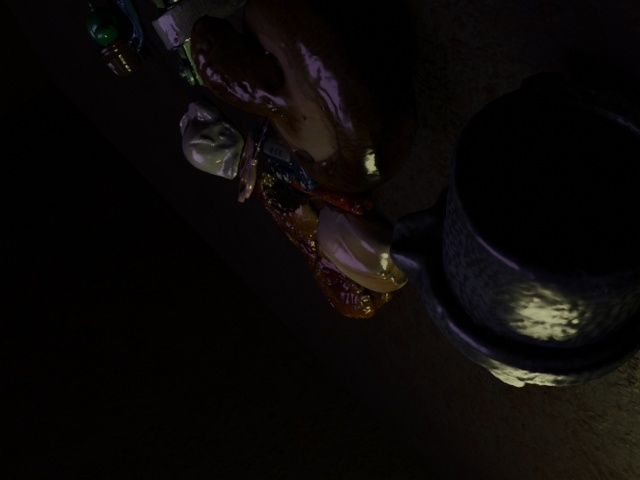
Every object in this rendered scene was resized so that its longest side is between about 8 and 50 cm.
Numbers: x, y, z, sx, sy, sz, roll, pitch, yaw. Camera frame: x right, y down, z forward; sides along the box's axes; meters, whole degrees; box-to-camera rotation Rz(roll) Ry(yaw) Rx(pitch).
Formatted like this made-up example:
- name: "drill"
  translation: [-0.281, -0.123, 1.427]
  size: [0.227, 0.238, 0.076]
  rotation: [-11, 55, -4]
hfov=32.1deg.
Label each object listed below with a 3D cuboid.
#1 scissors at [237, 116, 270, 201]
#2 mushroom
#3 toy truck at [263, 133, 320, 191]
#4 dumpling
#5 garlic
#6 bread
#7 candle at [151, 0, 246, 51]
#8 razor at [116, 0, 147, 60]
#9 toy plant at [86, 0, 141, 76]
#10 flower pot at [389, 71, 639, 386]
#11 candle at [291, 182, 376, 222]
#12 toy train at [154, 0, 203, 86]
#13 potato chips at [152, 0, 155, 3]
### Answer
- name: "scissors"
  translation: [-0.138, -0.191, 2.347]
  size: [0.317, 0.024, 0.160]
  rotation: [121, 154, -62]
- name: "mushroom"
  translation: [0.008, -0.219, 1.536]
  size: [0.345, 0.239, 0.345]
  rotation: [43, -172, -7]
- name: "toy truck"
  translation: [-0.045, -0.160, 2.170]
  size: [0.201, 0.074, 0.088]
  rotation: [29, 146, 61]
- name: "dumpling"
  translation: [-0.254, -0.240, 2.591]
  size: [0.229, 0.124, 0.151]
  rotation: [37, 126, 31]
- name: "garlic"
  translation: [0.069, 0.017, 2.185]
  size: [0.228, 0.110, 0.217]
  rotation: [41, 168, 35]
- name: "bread"
  translation: [0.000, 0.000, 2.371]
  size: [0.380, 0.109, 0.185]
  rotation: [55, 167, -11]
- name: "candle"
  translation: [-0.183, -0.390, 1.835]
  size: [0.168, 0.192, 0.068]
  rotation: [-24, 110, 31]
- name: "razor"
  translation: [-0.443, -0.521, 2.571]
  size: [0.082, 0.042, 0.253]
  rotation: [44, 163, 22]
- name: "toy plant"
  translation: [-0.518, -0.500, 2.731]
  size: [0.200, 0.105, 0.143]
  rotation: [57, -173, -20]
- name: "flower pot"
  translation: [0.225, -0.001, 1.186]
  size: [0.299, 0.299, 0.283]
  rotation: [45, 161, 24]
- name: "candle"
  translation: [0.021, -0.096, 2.149]
  size: [0.048, 0.051, 0.329]
  rotation: [42, 173, -28]
- name: "toy train"
  translation: [-0.261, -0.416, 2.146]
  size: [0.157, 0.105, 0.253]
  rotation: [59, 175, 37]
- name: "potato chips"
  translation: [-0.396, -0.566, 2.253]
  size: [0.167, 0.059, 0.228]
  rotation: [48, 172, -38]
